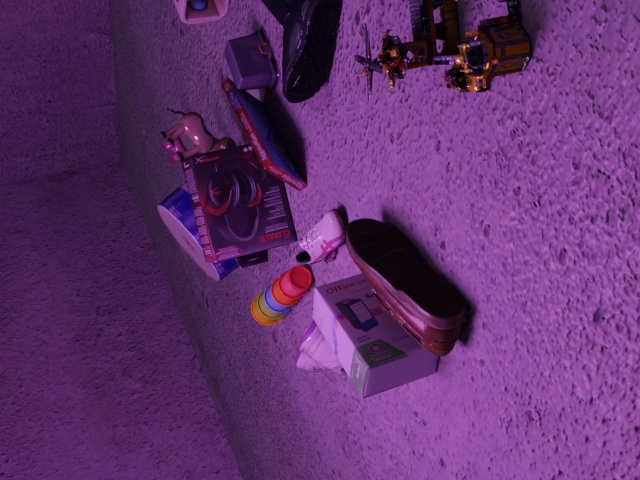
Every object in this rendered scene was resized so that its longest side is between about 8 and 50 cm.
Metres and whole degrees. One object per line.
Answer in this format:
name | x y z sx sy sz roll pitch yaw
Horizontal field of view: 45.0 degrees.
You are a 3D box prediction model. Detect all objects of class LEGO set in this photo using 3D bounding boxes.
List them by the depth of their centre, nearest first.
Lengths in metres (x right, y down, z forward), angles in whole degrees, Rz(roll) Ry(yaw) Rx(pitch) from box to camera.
LEGO set | 0.117 -0.335 0.981 0.255 0.192 0.332 -144 43 -59

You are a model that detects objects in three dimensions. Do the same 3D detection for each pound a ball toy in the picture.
pound a ball toy | -0.382 -0.700 1.975 0.319 0.208 0.136 65 157 23

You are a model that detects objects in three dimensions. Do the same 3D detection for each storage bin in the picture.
storage bin | -0.159 -0.409 1.769 0.135 0.091 0.098 70 158 12

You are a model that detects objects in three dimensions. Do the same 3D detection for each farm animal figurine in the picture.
farm animal figurine | -0.271 -0.187 2.099 0.327 0.172 0.330 47 164 18

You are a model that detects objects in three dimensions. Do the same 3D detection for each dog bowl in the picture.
dog bowl | -0.314 -0.023 2.064 0.265 0.104 0.265 45 163 17

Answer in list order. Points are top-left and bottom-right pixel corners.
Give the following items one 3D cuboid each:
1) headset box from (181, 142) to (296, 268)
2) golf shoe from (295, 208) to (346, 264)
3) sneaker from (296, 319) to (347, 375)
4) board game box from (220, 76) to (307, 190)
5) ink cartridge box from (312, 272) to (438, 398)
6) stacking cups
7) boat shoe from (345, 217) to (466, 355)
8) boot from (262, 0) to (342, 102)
headset box | -0.197 -0.082 1.906 0.110 0.218 0.294 177 80 -69
golf shoe | 0.000 0.000 1.650 0.186 0.085 0.068 112 140 -55
sneaker | 0.028 0.259 1.706 0.152 0.114 0.305 33 168 8
board game box | -0.131 -0.244 1.774 0.145 0.027 0.281 27 -150 -54
ink cartridge box | 0.098 0.162 1.413 0.212 0.154 0.093 -126 29 -43
stacking cups | -0.104 0.138 1.987 0.316 0.096 0.096 130 123 -65
boat shoe | 0.129 0.079 1.339 0.307 0.110 0.105 -127 31 -45
boot | -0.056 -0.420 1.490 0.207 0.094 0.247 56 145 33
